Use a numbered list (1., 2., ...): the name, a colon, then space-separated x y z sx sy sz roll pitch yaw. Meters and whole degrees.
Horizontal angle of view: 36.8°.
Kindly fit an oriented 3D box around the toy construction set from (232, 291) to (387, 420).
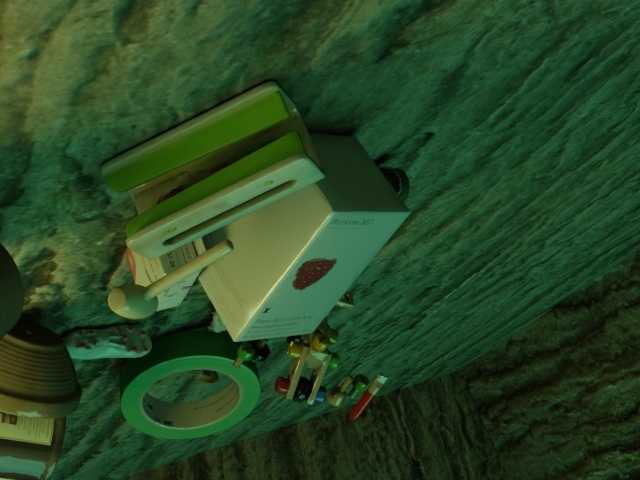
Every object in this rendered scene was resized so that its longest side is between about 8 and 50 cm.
1. toy construction set: 0.018 0.229 2.151 0.237 0.309 0.257 -57 177 27

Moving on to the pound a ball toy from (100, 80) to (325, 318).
1. pound a ball toy: -0.149 -0.042 1.304 0.319 0.208 0.136 -26 162 9

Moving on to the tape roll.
1. tape roll: -0.301 0.339 2.227 0.321 0.077 0.321 -8 136 -8

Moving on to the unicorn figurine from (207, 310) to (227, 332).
1. unicorn figurine: -0.201 0.172 2.103 0.111 0.060 0.162 -12 159 -32

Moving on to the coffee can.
1. coffee can: -0.620 0.331 1.705 0.275 0.201 0.201 18 141 -32

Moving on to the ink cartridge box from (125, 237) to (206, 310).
1. ink cartridge box: -0.247 0.023 1.528 0.067 0.115 0.198 -12 158 -28

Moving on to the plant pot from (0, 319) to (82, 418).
1. plant pot: -0.519 0.208 1.671 0.237 0.237 0.110 12 101 -60

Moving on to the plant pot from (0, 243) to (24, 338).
1. plant pot: -0.513 0.086 1.236 0.263 0.263 0.229 -34 176 33

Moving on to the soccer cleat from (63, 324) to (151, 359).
1. soccer cleat: -0.431 0.207 1.935 0.196 0.068 0.076 7 151 -45

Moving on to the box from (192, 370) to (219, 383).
1. box: -0.285 0.303 2.347 0.028 0.081 0.136 -26 162 8

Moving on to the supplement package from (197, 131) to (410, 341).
1. supplement package: -0.039 -0.005 1.491 0.177 0.175 0.293 -1 138 -45

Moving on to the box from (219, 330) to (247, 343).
1. box: -0.203 0.237 2.316 0.109 0.042 0.178 -15 160 -26

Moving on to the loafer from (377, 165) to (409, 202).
1. loafer: 0.032 -0.062 1.645 0.251 0.094 0.087 -22 163 4
